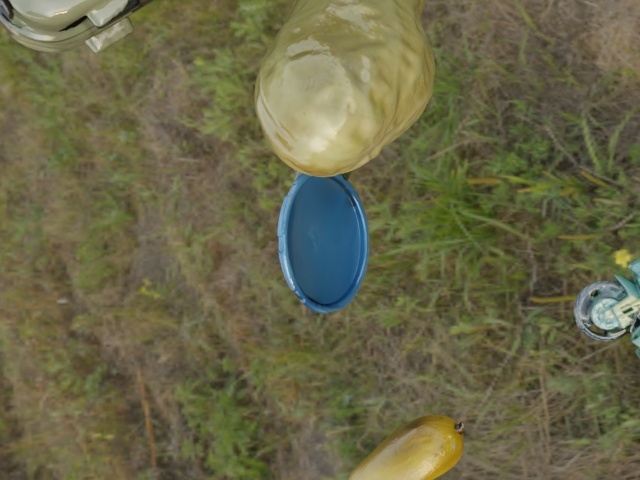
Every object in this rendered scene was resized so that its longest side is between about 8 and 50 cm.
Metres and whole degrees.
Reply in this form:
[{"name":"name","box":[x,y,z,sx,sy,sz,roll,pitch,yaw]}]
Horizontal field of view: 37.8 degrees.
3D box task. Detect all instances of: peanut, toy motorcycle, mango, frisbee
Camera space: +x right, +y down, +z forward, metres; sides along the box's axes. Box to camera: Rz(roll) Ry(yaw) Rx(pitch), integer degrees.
[{"name":"peanut","box":[0.034,-0.173,0.837,0.147,0.147,0.319,-39,24,41]},{"name":"toy motorcycle","box":[0.506,0.109,1.260,0.296,0.109,0.198,35,103,2]},{"name":"mango","box":[0.102,0.265,1.144,0.187,0.101,0.066,-36,95,34]},{"name":"frisbee","box":[0.000,0.000,1.547,0.045,0.242,0.242,-4,85,38]}]

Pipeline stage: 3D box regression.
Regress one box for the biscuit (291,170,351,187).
[{"name":"biscuit","box":[0.016,-0.157,1.632,0.038,0.099,0.322,-67,0,-47]}]

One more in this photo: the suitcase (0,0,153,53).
[{"name":"suitcase","box":[-0.196,-0.376,0.828,0.339,0.351,0.194,56,168,-8]}]
